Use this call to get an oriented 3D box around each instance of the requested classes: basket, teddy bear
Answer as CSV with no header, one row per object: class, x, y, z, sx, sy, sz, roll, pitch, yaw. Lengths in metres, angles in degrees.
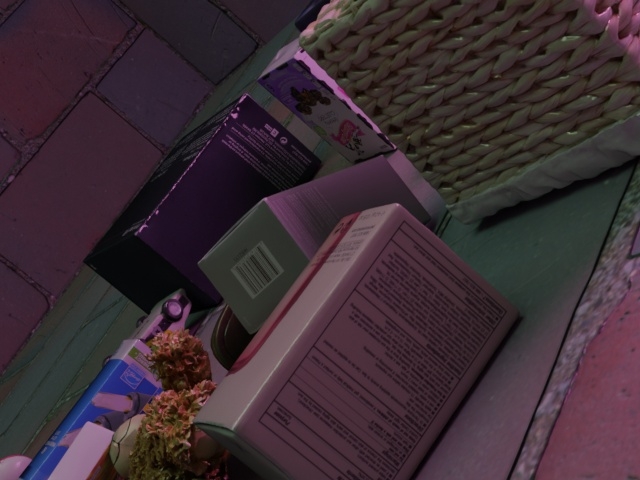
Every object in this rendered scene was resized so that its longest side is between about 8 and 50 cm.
basket,0.212,-0.243,1.148,0.331,0.266,0.328,-24,27,56
teddy bear,-0.150,0.219,1.209,0.338,0.113,0.245,-134,41,-72

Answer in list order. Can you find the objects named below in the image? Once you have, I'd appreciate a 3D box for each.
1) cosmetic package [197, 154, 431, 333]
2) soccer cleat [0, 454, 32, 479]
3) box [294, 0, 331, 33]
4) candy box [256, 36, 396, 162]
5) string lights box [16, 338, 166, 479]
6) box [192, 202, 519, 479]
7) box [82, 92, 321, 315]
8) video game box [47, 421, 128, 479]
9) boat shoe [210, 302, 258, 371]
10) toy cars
cosmetic package,0.000,0.000,1.297,0.127,0.107,0.238,-43,-9,33
soccer cleat,-0.536,0.484,1.870,0.331,0.116,0.143,-50,30,6
box,0.196,-0.410,1.744,0.395,0.212,0.293,-29,23,52
candy box,0.024,-0.207,1.758,0.070,0.196,0.165,-54,14,-17
string lights box,-0.267,0.266,1.524,0.260,0.133,0.077,-55,16,-19
box,0.029,0.106,1.014,0.232,0.148,0.127,-53,14,-16
box,-0.210,-0.046,2.087,0.312,0.179,0.343,-54,14,-21
video game box,-0.276,0.335,1.341,0.187,0.048,0.205,87,-152,-51
boat shoe,-0.029,0.054,1.447,0.307,0.111,0.104,-46,6,-32
toy cars,-0.256,0.195,1.800,0.176,0.087,0.394,-42,12,9
